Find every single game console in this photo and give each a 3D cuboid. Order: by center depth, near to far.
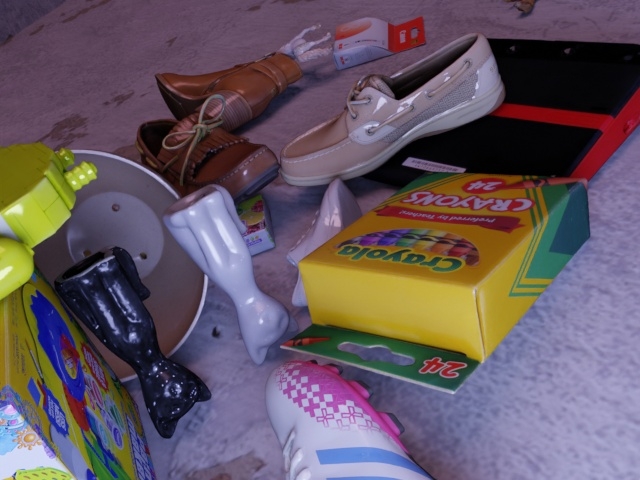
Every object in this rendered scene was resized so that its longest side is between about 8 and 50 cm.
[{"bbox_3d":[0.251,-0.174,1.052,0.386,0.060,0.342,19,58,47],"label":"game console"}]

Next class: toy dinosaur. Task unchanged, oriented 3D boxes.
[{"bbox_3d":[0.405,-0.492,1.399,0.112,0.064,0.212,23,62,26],"label":"toy dinosaur"}]

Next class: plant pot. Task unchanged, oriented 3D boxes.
[{"bbox_3d":[-0.280,0.018,0.940,0.284,0.284,0.191,-24,12,1],"label":"plant pot"}]

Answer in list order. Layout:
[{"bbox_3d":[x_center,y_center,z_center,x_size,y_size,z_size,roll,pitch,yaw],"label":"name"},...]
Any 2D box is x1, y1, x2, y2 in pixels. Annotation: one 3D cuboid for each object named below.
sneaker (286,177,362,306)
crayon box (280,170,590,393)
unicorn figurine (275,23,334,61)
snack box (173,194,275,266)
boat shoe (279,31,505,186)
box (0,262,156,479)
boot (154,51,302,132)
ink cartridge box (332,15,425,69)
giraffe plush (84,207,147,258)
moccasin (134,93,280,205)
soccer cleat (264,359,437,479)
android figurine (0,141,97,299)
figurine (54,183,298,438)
[{"bbox_3d":[0.000,0.000,0.943,0.094,0.080,0.212,-23,33,23],"label":"sneaker"},{"bbox_3d":[0.124,0.020,0.752,0.202,0.081,0.318,7,29,37],"label":"crayon box"},{"bbox_3d":[-0.035,-0.381,1.453,0.111,0.060,0.162,-29,16,-1],"label":"unicorn figurine"},{"bbox_3d":[-0.140,-0.005,1.062,0.141,0.037,0.100,-21,32,5],"label":"snack box"},{"bbox_3d":[0.084,-0.187,1.039,0.341,0.110,0.122,-24,36,8],"label":"boat shoe"},{"bbox_3d":[-0.282,0.191,0.657,0.177,0.279,0.290,-28,34,-8],"label":"box"},{"bbox_3d":[-0.188,-0.317,1.460,0.220,0.109,0.283,-39,38,-19],"label":"boot"},{"bbox_3d":[0.115,-0.411,1.466,0.179,0.045,0.145,-16,35,17],"label":"ink cartridge box"},{"bbox_3d":[-0.341,-0.031,1.102,0.210,0.171,0.181,-2,39,30],"label":"giraffe plush"},{"bbox_3d":[-0.189,-0.139,1.143,0.139,0.147,0.380,-33,27,-18],"label":"moccasin"},{"bbox_3d":[0.017,0.207,0.588,0.143,0.116,0.331,-27,33,-25],"label":"soccer cleat"},{"bbox_3d":[-0.327,-0.002,0.651,0.272,0.056,0.248,-39,36,-23],"label":"android figurine"},{"bbox_3d":[-0.140,0.075,0.801,0.214,0.210,0.092,-35,18,-23],"label":"figurine"}]
